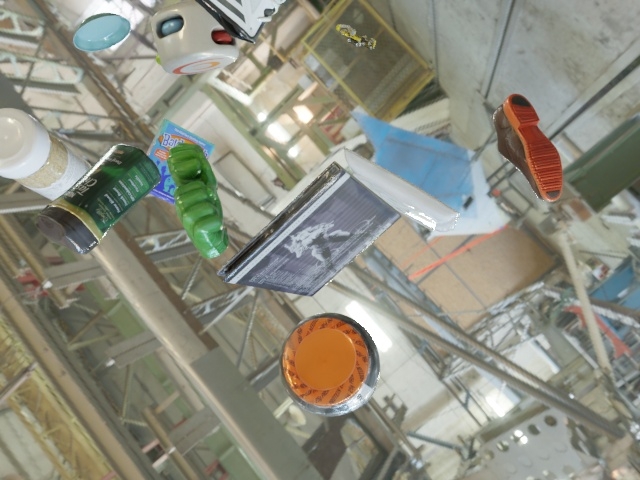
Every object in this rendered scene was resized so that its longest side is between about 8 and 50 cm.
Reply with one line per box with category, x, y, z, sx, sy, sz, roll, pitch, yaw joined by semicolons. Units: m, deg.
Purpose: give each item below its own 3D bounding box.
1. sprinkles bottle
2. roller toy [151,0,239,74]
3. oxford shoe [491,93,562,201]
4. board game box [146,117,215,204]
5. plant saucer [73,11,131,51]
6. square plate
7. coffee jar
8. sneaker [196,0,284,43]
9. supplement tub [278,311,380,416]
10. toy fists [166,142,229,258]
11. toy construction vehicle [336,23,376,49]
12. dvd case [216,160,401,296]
sprinkles bottle;-0.563;-0.150;1.142;0.121;0.121;0.355;48;173;7
roller toy;-0.301;-0.495;1.326;0.191;0.209;0.147;-160;57;-73
oxford shoe;0.487;-0.207;1.300;0.096;0.098;0.272;-6;-109;-25
board game box;-0.422;-0.219;1.577;0.160;0.210;0.047;25;-177;-32
plant saucer;-0.444;-0.426;1.108;0.021;0.119;0.119;63;-168;2
square plate;0.226;-0.123;1.552;0.347;0.049;0.344;32;180;12
coffee jar;-0.339;-0.064;0.843;0.096;0.184;0.079;14;145;33
sneaker;-0.092;-0.559;1.194;0.447;0.258;0.169;-4;-153;-32
supplement tub;0.026;0.270;1.181;0.207;0.207;0.338;50;175;16
toy fists;-0.266;-0.101;1.193;0.142;0.096;0.279;67;-177;-53
toy construction vehicle;0.095;-0.537;1.435;0.098;0.035;0.086;33;-150;10
dvd case;0.000;0.000;0.630;0.018;0.164;0.221;52;-168;21
